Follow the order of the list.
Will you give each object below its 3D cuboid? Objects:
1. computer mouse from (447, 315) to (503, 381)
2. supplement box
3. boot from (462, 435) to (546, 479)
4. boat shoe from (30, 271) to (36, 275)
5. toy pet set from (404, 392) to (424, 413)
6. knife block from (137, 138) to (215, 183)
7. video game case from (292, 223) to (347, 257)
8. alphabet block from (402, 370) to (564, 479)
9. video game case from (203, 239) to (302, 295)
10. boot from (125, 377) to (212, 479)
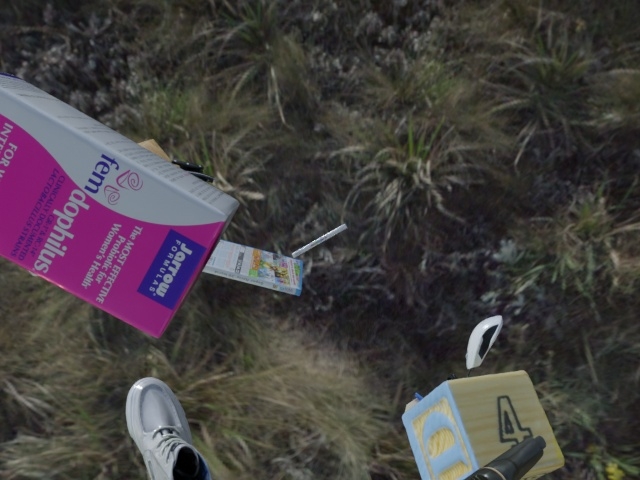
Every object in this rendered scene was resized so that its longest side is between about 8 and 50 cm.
[{"bbox_3d":[0.327,0.238,1.499,0.042,0.106,0.193,28,95,3],"label":"computer mouse"},{"bbox_3d":[-0.188,-0.032,0.553,0.220,0.114,0.111,29,96,-7],"label":"supplement box"},{"bbox_3d":[0.288,0.401,1.162,0.137,0.198,0.077,-26,72,-32],"label":"boot"},{"bbox_3d":[-0.454,0.034,1.201,0.100,0.035,0.035,-9,51,-3],"label":"boat shoe"},{"bbox_3d":[0.247,0.405,1.571,0.065,0.122,0.114,-22,44,-38],"label":"toy pet set"},{"bbox_3d":[-0.395,-0.118,1.657,0.275,0.088,0.242,-25,63,-37],"label":"knife block"},{"bbox_3d":[0.000,0.000,1.427,0.122,0.087,0.011,-30,89,3],"label":"video game case"},{"bbox_3d":[0.305,0.380,1.342,0.197,0.192,0.194,-1,59,-27],"label":"alphabet block"},{"bbox_3d":[-0.112,0.042,1.174,0.166,0.119,0.015,15,111,-6],"label":"video game case"},{"bbox_3d":[-0.217,0.314,1.054,0.095,0.123,0.258,-12,68,-34],"label":"boot"}]
